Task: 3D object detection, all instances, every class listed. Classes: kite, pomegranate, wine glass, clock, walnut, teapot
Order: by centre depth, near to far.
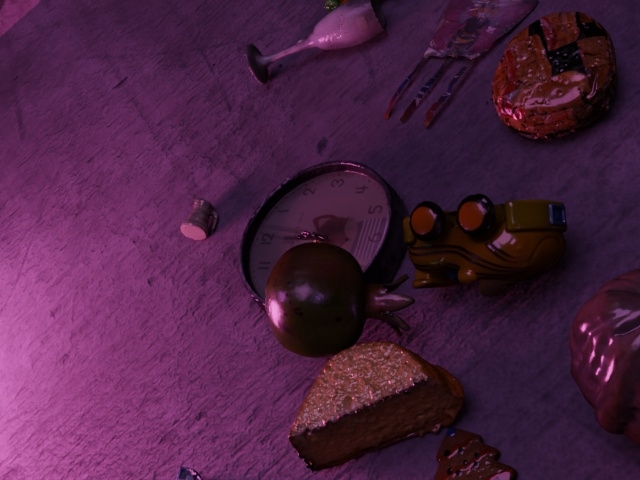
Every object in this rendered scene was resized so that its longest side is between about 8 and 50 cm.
[{"bbox_3d":[0.400,0.144,0.955,0.224,0.224,0.224,-18,49,22],"label":"walnut"},{"bbox_3d":[0.029,0.091,1.221,0.224,0.182,0.182,0,53,1],"label":"pomegranate"},{"bbox_3d":[0.000,0.000,1.435,0.325,0.067,0.325,-18,50,22],"label":"clock"},{"bbox_3d":[0.264,-0.369,1.570,0.204,0.022,0.360,20,70,43],"label":"kite"},{"bbox_3d":[-0.245,-0.046,1.649,0.067,0.057,0.083,14,55,-1],"label":"teapot"},{"bbox_3d":[-0.019,-0.387,1.694,0.309,0.096,0.264,-17,35,21],"label":"wine glass"}]

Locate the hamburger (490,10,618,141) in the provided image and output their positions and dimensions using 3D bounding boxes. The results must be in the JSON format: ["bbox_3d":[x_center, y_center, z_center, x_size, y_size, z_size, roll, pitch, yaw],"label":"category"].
[{"bbox_3d":[0.389,-0.274,1.357,0.230,0.107,0.231,-13,58,21],"label":"hamburger"}]

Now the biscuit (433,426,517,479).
[{"bbox_3d":[0.198,0.311,1.096,0.119,0.019,0.130,-32,45,10],"label":"biscuit"}]

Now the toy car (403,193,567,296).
[{"bbox_3d":[0.242,0.013,1.191,0.247,0.200,0.143,-8,84,45],"label":"toy car"}]

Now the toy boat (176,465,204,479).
[{"bbox_3d":[-0.200,0.409,1.258,0.059,0.066,0.140,-40,43,7],"label":"toy boat"}]

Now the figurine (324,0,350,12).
[{"bbox_3d":[0.086,-0.547,1.765,0.156,0.095,0.115,-24,24,-6],"label":"figurine"}]

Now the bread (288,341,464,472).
[{"bbox_3d":[0.072,0.225,1.171,0.260,0.129,0.134,-28,41,13],"label":"bread"}]
